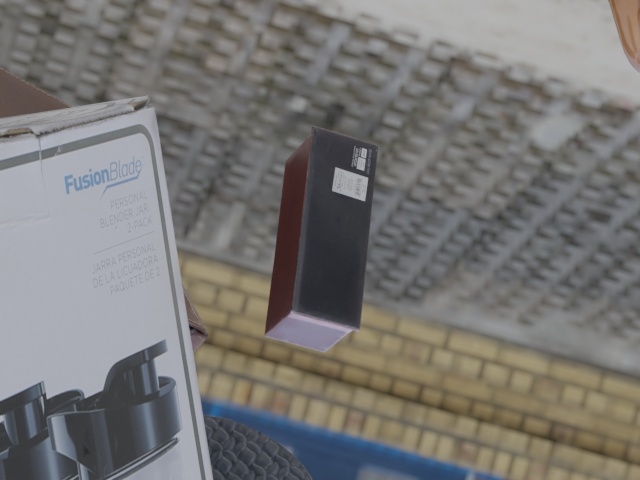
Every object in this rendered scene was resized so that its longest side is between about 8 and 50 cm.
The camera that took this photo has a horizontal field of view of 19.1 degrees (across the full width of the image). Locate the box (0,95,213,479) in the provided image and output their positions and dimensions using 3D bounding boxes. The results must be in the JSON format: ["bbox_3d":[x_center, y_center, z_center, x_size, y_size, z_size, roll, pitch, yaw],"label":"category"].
[{"bbox_3d":[-0.095,0.117,0.490,0.087,0.290,0.169,-4,-170,25],"label":"box"}]

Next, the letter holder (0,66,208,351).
[{"bbox_3d":[-0.254,-0.003,1.505,0.214,0.152,0.302,31,-161,-39],"label":"letter holder"}]

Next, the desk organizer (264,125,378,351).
[{"bbox_3d":[0.000,0.000,1.200,0.047,0.130,0.050,16,153,-19],"label":"desk organizer"}]

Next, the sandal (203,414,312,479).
[{"bbox_3d":[-0.121,0.149,0.804,0.254,0.097,0.054,-22,140,-2],"label":"sandal"}]

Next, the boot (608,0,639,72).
[{"bbox_3d":[0.131,-0.179,1.071,0.152,0.197,0.073,-7,-178,36],"label":"boot"}]
